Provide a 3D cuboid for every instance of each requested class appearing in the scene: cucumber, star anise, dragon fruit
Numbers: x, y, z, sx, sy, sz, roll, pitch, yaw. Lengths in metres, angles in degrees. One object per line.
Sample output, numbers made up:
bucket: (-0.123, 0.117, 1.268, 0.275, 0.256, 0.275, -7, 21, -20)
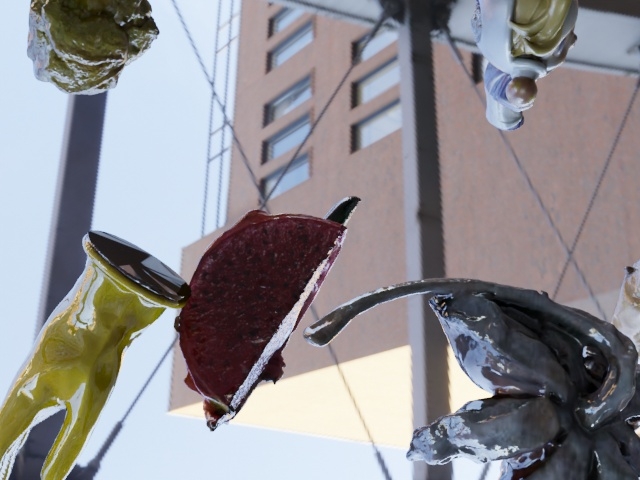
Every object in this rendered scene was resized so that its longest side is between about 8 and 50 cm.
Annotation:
cucumber: (0.000, 0.000, 1.201, 0.184, 0.036, 0.033, -56, -51, -23)
star anise: (0.196, 0.160, 0.732, 0.359, 0.139, 0.316, -15, -106, -19)
dragon fruit: (-0.088, 0.088, 0.951, 0.126, 0.161, 0.274, 27, -116, 11)

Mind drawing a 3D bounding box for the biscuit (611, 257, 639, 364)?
biscuit: (0.580, 0.053, 1.022, 0.446, 0.429, 0.104, 24, -142, -36)

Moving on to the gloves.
gloves: (-0.254, 0.142, 0.817, 0.116, 0.133, 0.294, 34, -85, -1)

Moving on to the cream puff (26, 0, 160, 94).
cream puff: (-0.359, -0.343, 1.292, 0.196, 0.244, 0.244, -8, -101, -30)

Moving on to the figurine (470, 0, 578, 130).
figurine: (0.257, -0.257, 1.077, 0.133, 0.274, 0.194, 19, -90, 10)
